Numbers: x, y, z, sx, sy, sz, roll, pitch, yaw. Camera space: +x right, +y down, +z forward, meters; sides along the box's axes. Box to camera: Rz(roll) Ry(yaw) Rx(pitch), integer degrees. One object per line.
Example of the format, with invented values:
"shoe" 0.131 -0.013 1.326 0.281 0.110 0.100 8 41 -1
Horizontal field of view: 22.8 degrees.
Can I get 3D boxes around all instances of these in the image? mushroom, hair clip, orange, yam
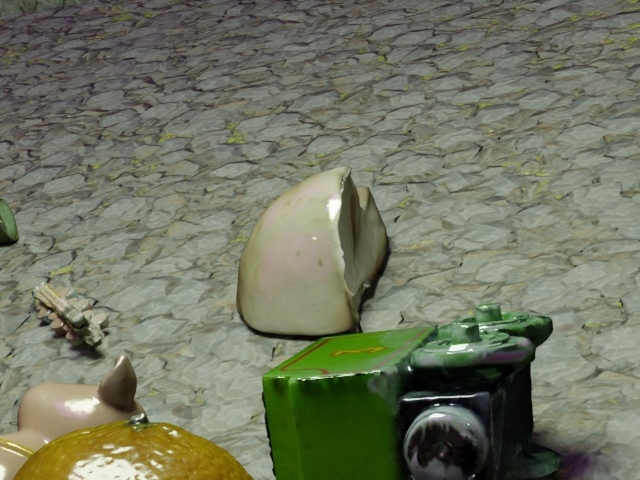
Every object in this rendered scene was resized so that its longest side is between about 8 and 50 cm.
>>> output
"mushroom" -0.027 -0.005 1.885 0.173 0.162 0.236 -5 23 15
"hair clip" -0.308 0.093 1.965 0.062 0.056 0.214 -38 21 -13
"orange" -0.146 0.267 1.231 0.264 0.264 0.264 -11 24 5
"yam" -0.506 -0.027 2.307 0.146 0.070 0.070 -1 27 22

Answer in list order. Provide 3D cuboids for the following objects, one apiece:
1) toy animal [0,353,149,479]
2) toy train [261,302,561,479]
"toy animal" -0.272 0.227 1.518 0.248 0.165 0.149 -34 35 -25
"toy train" 0.081 0.156 1.401 0.248 0.174 0.307 -6 4 14
